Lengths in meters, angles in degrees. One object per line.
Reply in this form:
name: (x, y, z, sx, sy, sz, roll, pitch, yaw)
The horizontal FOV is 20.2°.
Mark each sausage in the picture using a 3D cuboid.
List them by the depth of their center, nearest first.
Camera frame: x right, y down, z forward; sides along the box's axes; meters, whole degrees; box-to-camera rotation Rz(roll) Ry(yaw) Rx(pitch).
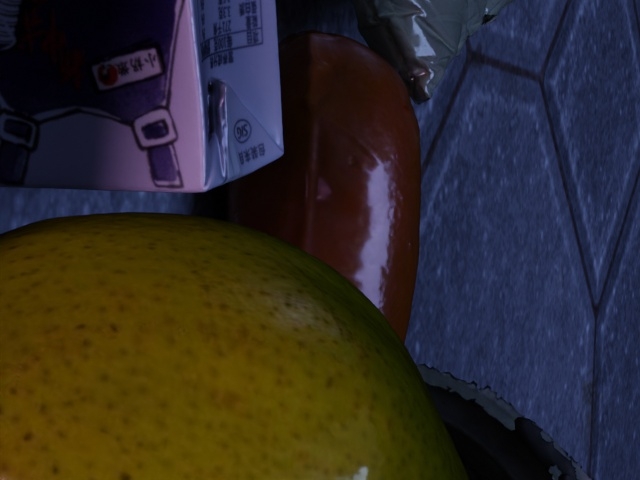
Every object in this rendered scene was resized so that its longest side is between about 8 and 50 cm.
sausage: (0.001, 0.000, 1.097, 0.133, 0.133, 0.258, 15, 79, -65)

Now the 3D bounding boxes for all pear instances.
pear: (-0.073, 0.117, 0.761, 0.294, 0.294, 0.294, 2, 90, -66)

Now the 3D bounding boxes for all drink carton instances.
drink carton: (-0.100, -0.137, 0.863, 0.102, 0.134, 0.222, -35, 124, -64)

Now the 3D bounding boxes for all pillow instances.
pillow: (0.050, -0.257, 1.210, 0.274, 0.076, 0.281, 67, 27, -14)

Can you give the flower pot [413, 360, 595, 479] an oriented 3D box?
flower pot: (0.021, 0.231, 1.005, 0.259, 0.290, 0.290, 74, 26, -65)
